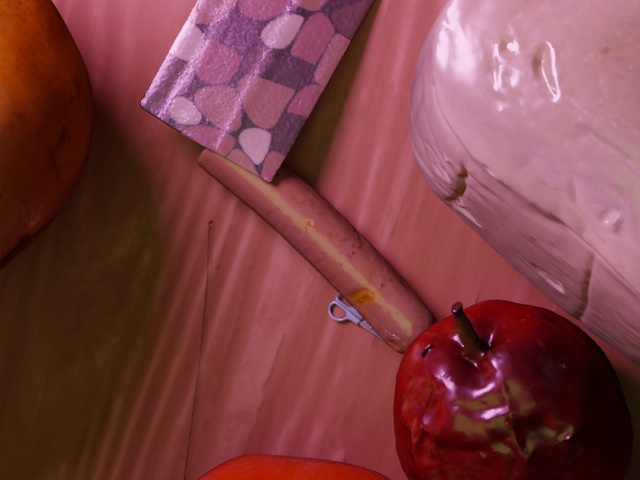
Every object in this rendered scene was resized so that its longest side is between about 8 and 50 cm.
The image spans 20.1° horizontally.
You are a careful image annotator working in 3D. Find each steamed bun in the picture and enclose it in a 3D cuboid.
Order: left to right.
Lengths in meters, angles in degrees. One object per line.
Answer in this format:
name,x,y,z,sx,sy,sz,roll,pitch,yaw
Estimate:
steamed bun,0.304,-0.077,1.576,0.456,0.371,0.290,41,85,3

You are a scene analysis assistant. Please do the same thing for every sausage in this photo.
sausage,0.001,-0.002,1.814,0.301,0.066,0.066,44,106,2

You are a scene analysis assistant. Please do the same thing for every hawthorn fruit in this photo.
hawthorn fruit,0.167,0.146,1.720,0.230,0.210,0.266,-8,129,28

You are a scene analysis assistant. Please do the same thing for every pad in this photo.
pad,-0.059,-0.196,1.793,0.158,0.003,0.235,30,90,6

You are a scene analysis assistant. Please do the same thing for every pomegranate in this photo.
pomegranate,-0.428,-0.117,1.728,0.417,0.416,0.416,2,101,12

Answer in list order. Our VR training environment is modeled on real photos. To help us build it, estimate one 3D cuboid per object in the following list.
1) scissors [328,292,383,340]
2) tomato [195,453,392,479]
scissors,0.046,0.085,1.851,0.083,0.006,0.036,39,108,3
tomato,-0.016,0.356,1.783,0.341,0.273,0.341,-5,113,-11
